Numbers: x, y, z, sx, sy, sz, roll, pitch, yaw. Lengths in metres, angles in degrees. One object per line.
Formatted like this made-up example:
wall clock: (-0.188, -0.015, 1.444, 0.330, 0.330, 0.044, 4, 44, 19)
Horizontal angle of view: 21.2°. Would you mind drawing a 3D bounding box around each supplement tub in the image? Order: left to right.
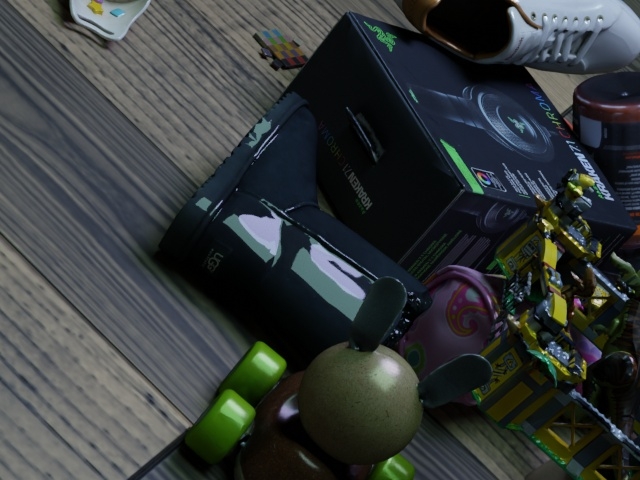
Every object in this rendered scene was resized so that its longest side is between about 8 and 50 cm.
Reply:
supplement tub: (0.311, -0.066, 1.753, 0.106, 0.198, 0.106, -4, 25, 2)

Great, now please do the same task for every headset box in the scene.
headset box: (0.123, -0.074, 1.645, 0.283, 0.131, 0.246, 11, 40, -43)

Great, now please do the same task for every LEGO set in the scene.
LEGO set: (0.259, 0.058, 1.289, 0.255, 0.192, 0.331, 46, 24, 0)

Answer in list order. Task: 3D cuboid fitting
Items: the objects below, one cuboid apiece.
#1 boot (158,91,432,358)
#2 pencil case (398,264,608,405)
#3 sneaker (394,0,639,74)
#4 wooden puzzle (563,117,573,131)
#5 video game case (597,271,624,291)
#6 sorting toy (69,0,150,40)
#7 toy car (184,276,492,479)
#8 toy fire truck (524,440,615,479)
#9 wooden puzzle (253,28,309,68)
boot: (0.000, 0.000, 1.426, 0.207, 0.094, 0.246, 37, 35, -1)
pencil case: (0.199, 0.095, 1.518, 0.284, 0.124, 0.124, 11, 40, -45)
sneaker: (0.202, -0.202, 1.691, 0.290, 0.106, 0.123, 11, 36, -23)
wooden puzzle: (0.326, -0.057, 1.929, 0.239, 0.044, 0.221, 30, 22, -15)
video game case: (0.307, 0.036, 1.832, 0.183, 0.023, 0.201, 26, 32, -26)
sorting toy: (-0.200, -0.213, 1.545, 0.083, 0.045, 0.075, 29, 38, -23)
toy car: (0.027, 0.111, 1.208, 0.155, 0.188, 0.149, 40, 28, -3)
toy fire truck: (0.286, 0.284, 1.350, 0.246, 0.158, 0.217, 37, 26, -33)
wooden puzzle: (-0.040, -0.196, 1.748, 0.049, 0.006, 0.083, 49, 29, 13)
